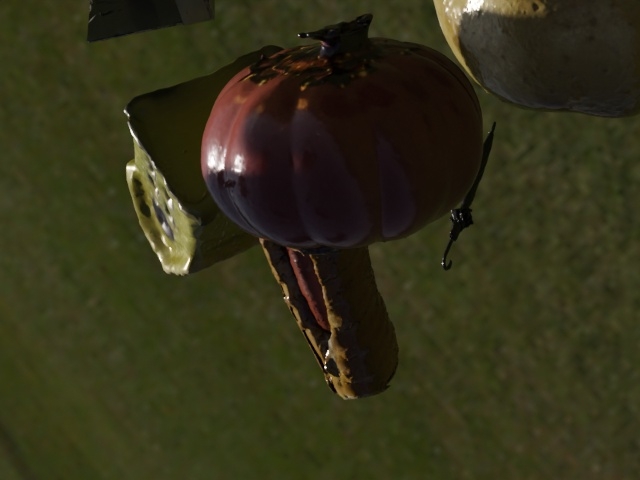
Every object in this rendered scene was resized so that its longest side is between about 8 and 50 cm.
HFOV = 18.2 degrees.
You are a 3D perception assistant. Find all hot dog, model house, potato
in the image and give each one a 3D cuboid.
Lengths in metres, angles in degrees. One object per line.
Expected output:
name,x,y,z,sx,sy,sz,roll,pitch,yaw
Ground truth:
hot dog,0.001,-0.001,1.529,0.068,0.083,0.289,10,130,46
model house,-0.092,-0.057,2.113,0.175,0.193,0.234,55,159,25
potato,0.226,-0.220,1.810,0.242,0.285,0.243,-2,-90,-86

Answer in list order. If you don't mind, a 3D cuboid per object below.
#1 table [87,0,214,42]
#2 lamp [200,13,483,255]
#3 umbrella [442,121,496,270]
table,-0.114,-0.238,1.516,0.146,0.175,0.062,70,-168,-46
lamp,0.012,-0.070,1.251,0.182,0.182,0.140,21,126,60
umbrella,0.125,-0.041,1.675,0.022,0.149,0.022,7,154,25
